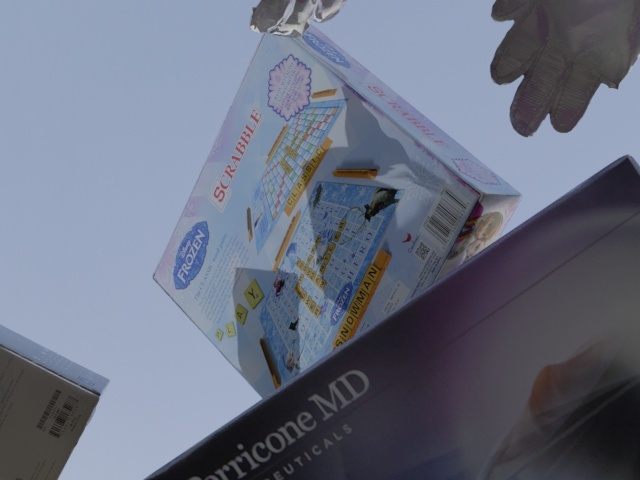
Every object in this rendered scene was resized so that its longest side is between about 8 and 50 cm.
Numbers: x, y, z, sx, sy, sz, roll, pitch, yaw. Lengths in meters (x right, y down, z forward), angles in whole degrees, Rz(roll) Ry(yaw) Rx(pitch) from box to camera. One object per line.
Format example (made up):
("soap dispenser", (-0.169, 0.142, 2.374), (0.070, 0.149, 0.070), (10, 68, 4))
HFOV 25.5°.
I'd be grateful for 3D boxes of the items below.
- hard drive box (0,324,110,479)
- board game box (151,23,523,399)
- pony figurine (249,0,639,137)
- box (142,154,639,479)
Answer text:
("hard drive box", (-0.351, 0.168, 1.375), (0.232, 0.089, 0.181), (28, -87, -4))
("board game box", (0.000, 0.000, 1.365), (0.066, 0.318, 0.319), (0, -55, -47))
("pony figurine", (0.124, -0.284, 0.945), (0.302, 0.363, 0.351), (10, -49, -32))
("box", (0.105, 0.169, 0.693), (0.296, 0.183, 0.294), (-33, -102, -18))
